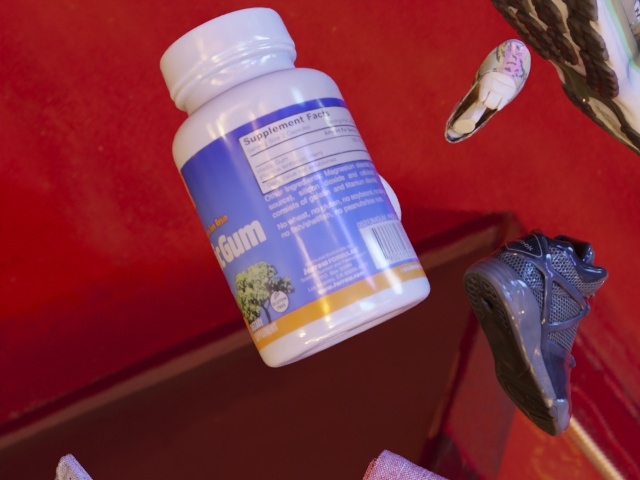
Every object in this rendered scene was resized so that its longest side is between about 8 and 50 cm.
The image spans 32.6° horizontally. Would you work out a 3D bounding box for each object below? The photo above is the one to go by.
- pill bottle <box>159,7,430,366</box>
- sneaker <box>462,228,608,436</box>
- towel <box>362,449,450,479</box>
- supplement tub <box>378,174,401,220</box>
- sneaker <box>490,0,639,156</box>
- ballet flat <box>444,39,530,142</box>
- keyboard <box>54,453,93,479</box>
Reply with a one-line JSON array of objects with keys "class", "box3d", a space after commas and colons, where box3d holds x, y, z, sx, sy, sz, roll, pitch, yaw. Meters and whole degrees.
[{"class": "pill bottle", "box3d": [-0.031, -0.046, 0.905, 0.152, 0.152, 0.272, -31, 80, 33]}, {"class": "sneaker", "box3d": [0.222, 0.082, 1.034, 0.087, 0.130, 0.227, 29, 149, 52]}, {"class": "towel", "box3d": [0.133, 0.292, 0.617, 0.329, 0.237, 0.037, 21, 166, 18]}, {"class": "supplement tub", "box3d": [0.000, 0.000, 1.441, 0.144, 0.200, 0.144, 27, 146, 20]}, {"class": "sneaker", "box3d": [0.251, -0.198, 0.840, 0.182, 0.158, 0.410, -49, 145, 6]}, {"class": "ballet flat", "box3d": [0.262, -0.224, 1.737, 0.077, 0.079, 0.221, 31, 143, -5]}, {"class": "keyboard", "box3d": [-0.167, 0.243, 0.835, 0.014, 0.256, 0.072, 17, 93, -33]}]
